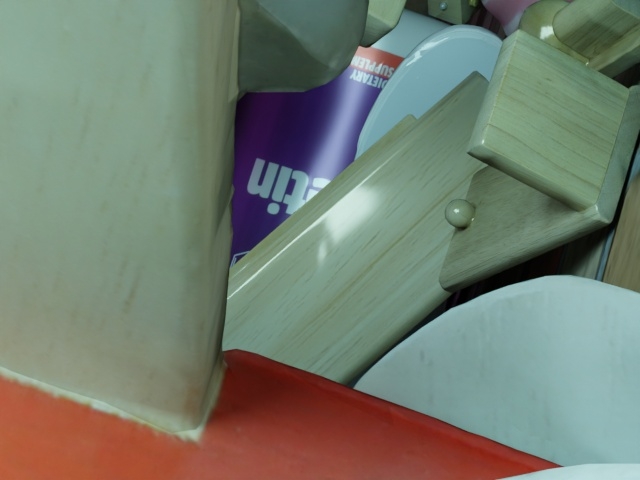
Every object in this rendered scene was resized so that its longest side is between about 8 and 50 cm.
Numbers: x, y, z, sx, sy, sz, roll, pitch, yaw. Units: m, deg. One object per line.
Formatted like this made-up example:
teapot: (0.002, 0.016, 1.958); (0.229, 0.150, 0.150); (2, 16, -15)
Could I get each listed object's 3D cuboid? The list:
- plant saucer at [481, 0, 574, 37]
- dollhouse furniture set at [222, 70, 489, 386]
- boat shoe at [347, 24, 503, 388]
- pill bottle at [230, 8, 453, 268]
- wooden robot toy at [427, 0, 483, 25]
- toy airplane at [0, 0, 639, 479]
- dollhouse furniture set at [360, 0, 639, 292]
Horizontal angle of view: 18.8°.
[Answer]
plant saucer: (0.145, -0.270, 1.061); (0.332, 0.084, 0.332); (-162, 90, -89)
dollhouse furniture set: (-0.084, -0.112, 0.953); (0.362, 0.394, 0.256); (-41, 0, -2)
boat shoe: (0.053, -0.015, 1.160); (0.084, 0.095, 0.258); (-85, 14, -67)
pill bottle: (0.000, 0.000, 1.321); (0.181, 0.181, 0.323); (154, 134, -89)
wooden robot toy: (0.110, -0.219, 1.326); (0.173, 0.079, 0.076); (-57, -29, -20)
toy airplane: (-0.091, 0.024, 0.476); (0.386, 0.384, 0.272); (-24, 58, 29)
dollhouse furniture set: (0.039, -0.086, 0.755); (0.123, 0.151, 0.144); (-31, 36, 62)
